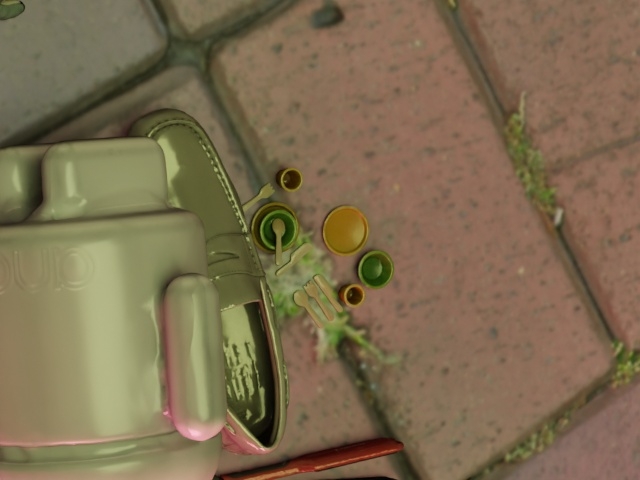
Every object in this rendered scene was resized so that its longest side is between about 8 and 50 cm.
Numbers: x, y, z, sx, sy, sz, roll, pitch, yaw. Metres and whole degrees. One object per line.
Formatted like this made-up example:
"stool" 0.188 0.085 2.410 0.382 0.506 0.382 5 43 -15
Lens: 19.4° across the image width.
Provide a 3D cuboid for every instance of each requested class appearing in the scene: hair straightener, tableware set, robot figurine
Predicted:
"hair straightener" -0.026 0.248 1.740 0.230 0.047 0.089 -11 100 -22
"tableware set" 0.000 0.000 1.736 0.104 0.024 0.154 -40 109 -15
"robot figurine" -0.187 0.094 1.530 0.200 0.300 0.353 -7 93 -42

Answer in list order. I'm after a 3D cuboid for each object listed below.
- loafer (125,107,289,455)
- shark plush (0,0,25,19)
"loafer" -0.093 0.038 1.651 0.112 0.111 0.319 -23 104 -19
"shark plush" -0.312 -0.201 1.554 0.161 0.067 0.073 -24 105 -19
